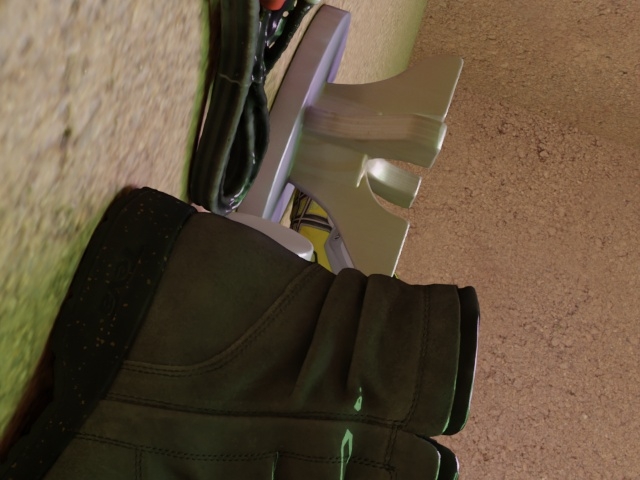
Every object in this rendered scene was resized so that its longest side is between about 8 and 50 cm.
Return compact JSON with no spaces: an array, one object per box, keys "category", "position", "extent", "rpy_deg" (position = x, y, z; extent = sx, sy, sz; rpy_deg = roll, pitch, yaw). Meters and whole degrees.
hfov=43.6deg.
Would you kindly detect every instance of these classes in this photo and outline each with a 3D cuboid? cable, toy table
[{"category":"cable","position":[-0.027,-0.117,0.484],"extent":[0.139,0.072,0.287],"rpy_deg":[-53,164,-58]},{"category":"toy table","position":[0.032,-0.090,0.822],"extent":[0.252,0.161,0.274],"rpy_deg":[-9,119,-86]}]

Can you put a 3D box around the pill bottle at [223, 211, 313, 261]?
[{"category":"pill bottle","position":[-0.073,0.081,0.612],"extent":[0.108,0.108,0.193],"rpy_deg":[-55,164,-76]}]

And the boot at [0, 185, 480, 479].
[{"category":"boot","position":[-0.052,0.153,0.411],"extent":[0.118,0.223,0.338],"rpy_deg":[63,47,-86]}]

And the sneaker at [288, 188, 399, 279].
[{"category":"sneaker","position":[0.000,0.000,1.016],"extent":[0.147,0.145,0.384],"rpy_deg":[-28,-150,12]}]
